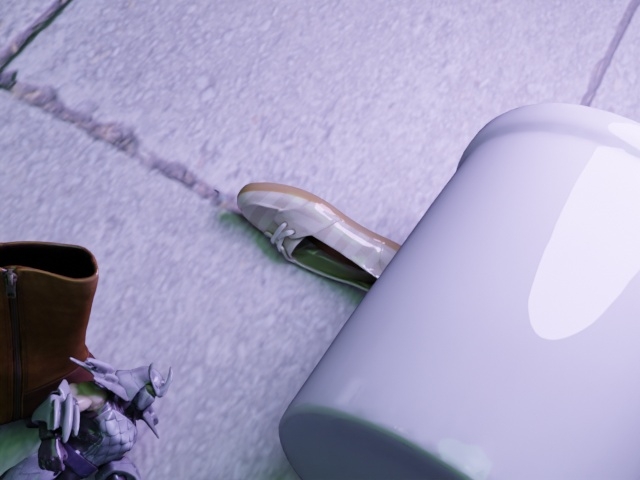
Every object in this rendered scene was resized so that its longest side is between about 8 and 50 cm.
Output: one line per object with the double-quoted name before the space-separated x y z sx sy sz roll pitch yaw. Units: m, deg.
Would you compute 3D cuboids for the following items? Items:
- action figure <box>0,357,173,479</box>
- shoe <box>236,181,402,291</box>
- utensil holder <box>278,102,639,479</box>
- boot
"action figure" -0.239 0.216 0.877 0.285 0.185 0.099 -43 49 -13
"shoe" 0.000 0.000 1.095 0.219 0.076 0.058 25 53 2
"utensil holder" 0.191 0.114 0.920 0.327 0.327 0.385 34 61 10
"boot" -0.327 0.104 0.850 0.264 0.280 0.096 0 59 -11
